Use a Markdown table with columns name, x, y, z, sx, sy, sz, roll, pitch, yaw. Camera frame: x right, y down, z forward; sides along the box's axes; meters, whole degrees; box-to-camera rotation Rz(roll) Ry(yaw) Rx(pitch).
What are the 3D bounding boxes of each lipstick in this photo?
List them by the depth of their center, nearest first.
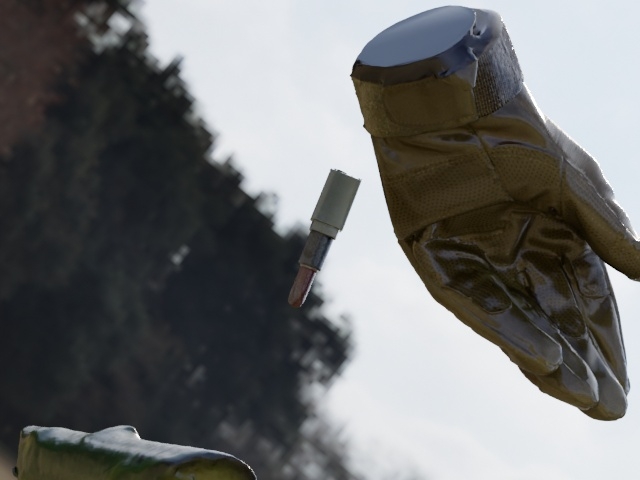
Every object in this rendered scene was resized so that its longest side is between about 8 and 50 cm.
| name | x | y | z | sx | sy | sz | roll | pitch | yaw |
| --- | --- | --- | --- | --- | --- | --- | --- | --- | --- |
| lipstick | 0.000 | 0.000 | 1.428 | 0.025 | 0.107 | 0.025 | 21 | -6 | -2 |

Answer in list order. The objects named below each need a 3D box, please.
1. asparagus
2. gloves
| name | x | y | z | sx | sy | sz | roll | pitch | yaw |
| --- | --- | --- | --- | --- | --- | --- | --- | --- | --- |
| asparagus | -0.154 | 0.174 | 1.386 | 0.082 | 0.085 | 0.343 | 44 | -23 | -25 |
| gloves | 0.139 | -0.014 | 1.389 | 0.141 | 0.154 | 0.331 | 5 | -50 | 56 |
